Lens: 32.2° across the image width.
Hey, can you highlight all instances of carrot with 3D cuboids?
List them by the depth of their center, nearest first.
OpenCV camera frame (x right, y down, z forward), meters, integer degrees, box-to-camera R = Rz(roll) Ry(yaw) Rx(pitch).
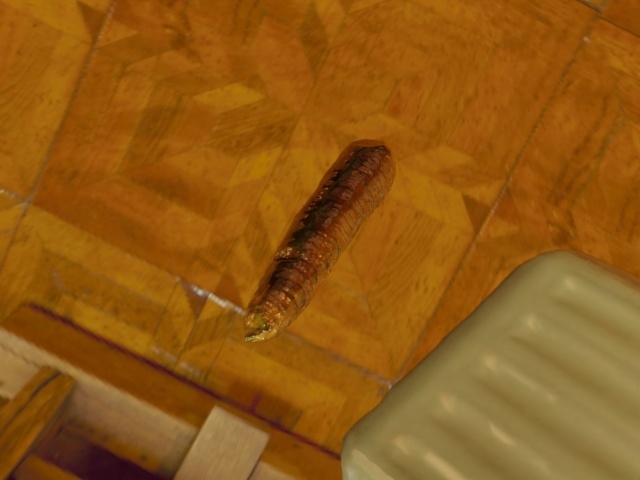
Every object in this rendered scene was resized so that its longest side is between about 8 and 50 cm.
[{"bbox_3d":[0.000,0.000,1.054,0.066,0.314,0.066,14,130,17],"label":"carrot"}]

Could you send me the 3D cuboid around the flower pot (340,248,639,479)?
[{"bbox_3d":[0.142,0.138,0.432,0.239,0.190,0.209,20,99,-41],"label":"flower pot"}]
